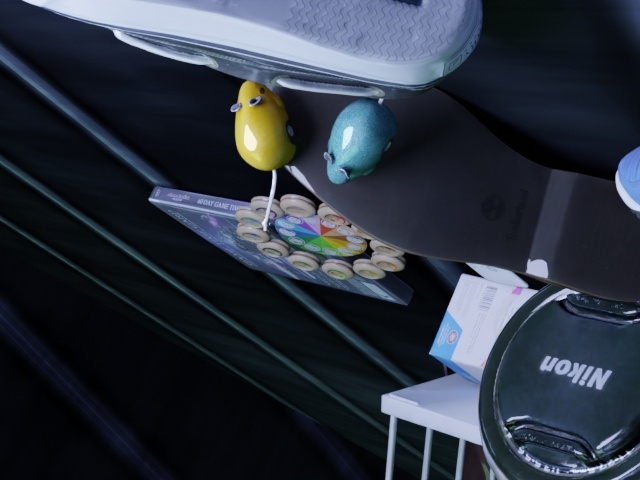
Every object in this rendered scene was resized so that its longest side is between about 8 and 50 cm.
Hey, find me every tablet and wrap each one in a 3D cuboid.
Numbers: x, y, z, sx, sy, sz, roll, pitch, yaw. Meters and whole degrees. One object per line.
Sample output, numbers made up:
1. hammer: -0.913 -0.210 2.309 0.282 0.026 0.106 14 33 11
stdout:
1. tablet: 0.159 0.024 1.246 0.054 0.006 0.083 10 161 46

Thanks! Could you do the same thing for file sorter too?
1. file sorter: 0.220 0.239 1.362 0.193 0.173 0.277 14 -164 41

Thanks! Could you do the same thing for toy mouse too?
1. toy mouse: 0.003 -0.094 0.844 0.143 0.161 0.031 -11 -175 23

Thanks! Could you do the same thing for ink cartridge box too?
1. ink cartridge box: 0.202 0.103 1.291 0.143 0.092 0.090 14 164 40

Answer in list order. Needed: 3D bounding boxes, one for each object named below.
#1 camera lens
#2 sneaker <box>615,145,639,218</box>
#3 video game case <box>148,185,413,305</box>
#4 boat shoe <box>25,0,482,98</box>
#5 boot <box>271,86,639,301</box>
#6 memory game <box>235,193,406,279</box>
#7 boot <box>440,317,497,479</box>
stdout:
1. camera lens: 0.281 0.161 1.091 0.219 0.219 0.274 10 161 47
2. sneaker: 0.215 -0.061 0.691 0.081 0.080 0.211 48 163 -5
3. video game case: -0.049 0.005 1.507 0.274 0.026 0.196 12 163 45
4. boat shoe: -0.078 -0.146 0.733 0.335 0.121 0.119 22 163 3
5. boot: 0.099 -0.033 0.930 0.305 0.112 0.115 23 178 -4
6. memory game: 0.000 0.000 1.336 0.186 0.012 0.186 13 157 6
7. boot: 0.184 0.233 1.530 0.090 0.248 0.207 -11 151 21
